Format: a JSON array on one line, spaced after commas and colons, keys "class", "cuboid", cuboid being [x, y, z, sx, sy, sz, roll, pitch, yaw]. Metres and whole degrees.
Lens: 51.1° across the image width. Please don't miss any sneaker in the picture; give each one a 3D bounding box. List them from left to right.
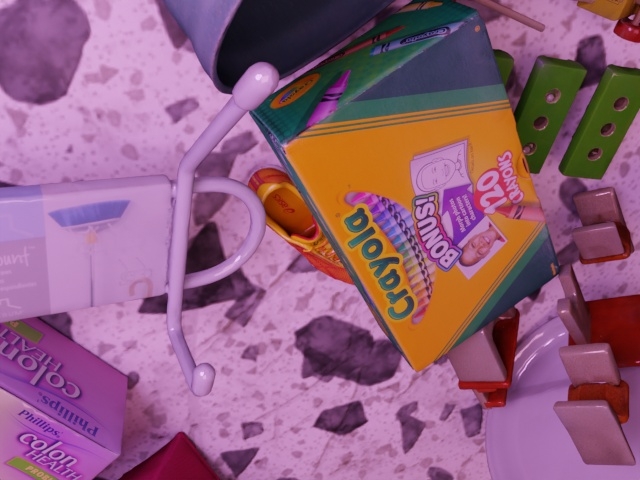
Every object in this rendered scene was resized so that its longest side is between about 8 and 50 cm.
[{"class": "sneaker", "cuboid": [0.000, 0.000, 0.625, 0.175, 0.067, 0.064, 34, 104, -27]}]

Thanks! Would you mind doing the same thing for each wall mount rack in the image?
[{"class": "wall mount rack", "cuboid": [-0.170, 0.003, 0.436, 0.350, 0.130, 0.304, -9, 133, -27]}]

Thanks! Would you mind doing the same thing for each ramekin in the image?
[{"class": "ramekin", "cuboid": [0.321, 0.211, 0.702, 0.127, 0.273, 0.273, 30, 108, -37]}]

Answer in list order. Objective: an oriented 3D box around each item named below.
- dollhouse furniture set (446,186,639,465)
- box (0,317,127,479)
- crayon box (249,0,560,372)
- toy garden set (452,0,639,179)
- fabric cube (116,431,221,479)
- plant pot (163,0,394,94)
[{"class": "dollhouse furniture set", "cuboid": [0.259, 0.088, 0.640, 0.259, 0.262, 0.135, -12, 128, 33]}, {"class": "box", "cuboid": [-0.343, 0.179, 0.614, 0.243, 0.117, 0.213, -42, 118, 11]}, {"class": "crayon box", "cuboid": [0.082, -0.034, 0.555, 0.165, 0.081, 0.278, -34, 128, -3]}, {"class": "toy garden set", "cuboid": [0.170, -0.160, 0.579, 0.244, 0.049, 0.204, 5, 128, -12]}, {"class": "fabric cube", "cuboid": [-0.178, 0.400, 0.645, 0.259, 0.258, 0.254, -37, 97, 8]}, {"class": "plant pot", "cuboid": [-0.008, -0.257, 0.390, 0.293, 0.293, 0.196, -38, 92, 9]}]
